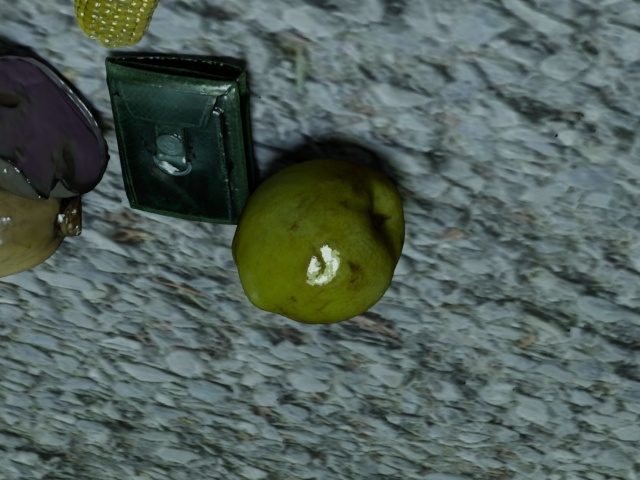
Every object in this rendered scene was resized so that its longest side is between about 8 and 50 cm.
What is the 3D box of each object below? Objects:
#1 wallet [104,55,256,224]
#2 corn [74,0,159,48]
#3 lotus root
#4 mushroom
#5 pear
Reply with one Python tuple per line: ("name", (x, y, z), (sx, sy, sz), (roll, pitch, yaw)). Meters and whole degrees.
("wallet", (-0.155, -0.106, 1.588), (0.160, 0.055, 0.236), (8, 137, 8))
("corn", (-0.180, -0.295, 1.362), (0.093, 0.093, 0.244), (18, 135, -12))
("lotus root", (-0.411, -0.026, 1.638), (0.256, 0.140, 0.154), (-1, 142, 0))
("mushroom", (-0.328, -0.116, 1.542), (0.188, 0.141, 0.117), (42, 148, -28))
("pear", (0.000, 0.000, 1.583), (0.200, 0.200, 0.200), (4, 136, 3))
